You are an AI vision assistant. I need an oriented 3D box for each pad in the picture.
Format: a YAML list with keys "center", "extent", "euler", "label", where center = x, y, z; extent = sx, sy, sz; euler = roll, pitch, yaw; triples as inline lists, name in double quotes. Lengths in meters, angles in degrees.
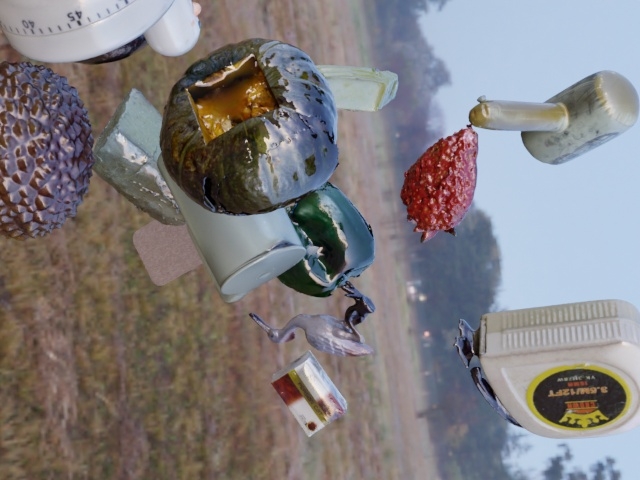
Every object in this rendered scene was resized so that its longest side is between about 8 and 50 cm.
- center: [-0.384, -0.004, 2.475]
  extent: [0.176, 0.266, 0.002]
  euler: [62, 10, 8]
  label: "pad"

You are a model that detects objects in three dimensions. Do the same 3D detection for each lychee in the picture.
- center: [-0.462, -0.129, 1.358]
  extent: [0.267, 0.268, 0.267]
  euler: [-8, 90, -89]
  label: "lychee"

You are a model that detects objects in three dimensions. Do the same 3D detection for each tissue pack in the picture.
- center: [-0.025, 0.340, 1.980]
  extent: [0.148, 0.106, 0.099]
  euler: [55, 5, -4]
  label: "tissue pack"

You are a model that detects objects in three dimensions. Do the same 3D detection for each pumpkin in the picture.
- center: [-0.122, -0.191, 1.502]
  extent: [0.192, 0.320, 0.320]
  euler: [55, 24, -60]
  label: "pumpkin"

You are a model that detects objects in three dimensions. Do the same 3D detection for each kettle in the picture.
- center: [-0.203, -0.053, 1.855]
  extent: [0.318, 0.265, 0.205]
  euler: [61, 22, 14]
  label: "kettle"

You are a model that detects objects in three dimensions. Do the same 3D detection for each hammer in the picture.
- center: [0.342, -0.192, 1.399]
  extent: [0.202, 0.305, 0.113]
  euler: [-35, -115, 50]
  label: "hammer"

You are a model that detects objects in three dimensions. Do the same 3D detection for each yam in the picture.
- center: [-0.388, -0.170, 2.045]
  extent: [0.201, 0.271, 0.202]
  euler: [-38, -156, 41]
  label: "yam"

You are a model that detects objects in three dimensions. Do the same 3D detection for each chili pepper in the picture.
- center: [0.000, 0.000, 2.162]
  extent: [0.256, 0.248, 0.233]
  euler: [49, 14, 4]
  label: "chili pepper"

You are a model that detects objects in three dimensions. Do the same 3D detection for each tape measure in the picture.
- center: [0.359, 0.202, 1.362]
  extent: [0.133, 0.271, 0.231]
  euler: [-80, 156, -49]
  label: "tape measure"

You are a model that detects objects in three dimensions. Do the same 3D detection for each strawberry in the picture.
- center: [0.237, -0.113, 1.750]
  extent: [0.228, 0.098, 0.174]
  euler: [123, -41, -50]
  label: "strawberry"

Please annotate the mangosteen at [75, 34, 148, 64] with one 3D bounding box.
- center: [-0.417, -0.476, 1.571]
  extent: [0.347, 0.307, 0.307]
  euler: [42, -24, 33]
  label: "mangosteen"

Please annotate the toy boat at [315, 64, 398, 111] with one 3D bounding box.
- center: [0.090, -0.410, 2.407]
  extent: [0.084, 0.276, 0.111]
  euler: [-114, -148, -49]
  label: "toy boat"

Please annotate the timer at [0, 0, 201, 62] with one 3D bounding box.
- center: [-0.278, -0.301, 1.090]
  extent: [0.240, 0.234, 0.233]
  euler: [69, 10, -46]
  label: "timer"

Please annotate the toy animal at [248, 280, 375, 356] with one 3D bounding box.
- center: [0.003, 0.220, 2.209]
  extent: [0.195, 0.324, 0.090]
  euler: [67, 24, -12]
  label: "toy animal"
